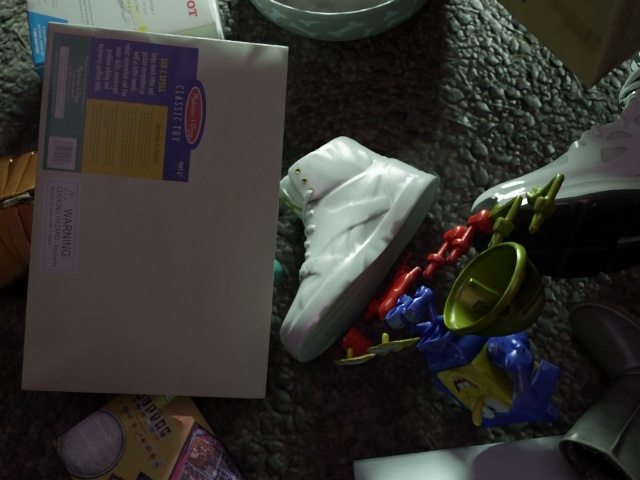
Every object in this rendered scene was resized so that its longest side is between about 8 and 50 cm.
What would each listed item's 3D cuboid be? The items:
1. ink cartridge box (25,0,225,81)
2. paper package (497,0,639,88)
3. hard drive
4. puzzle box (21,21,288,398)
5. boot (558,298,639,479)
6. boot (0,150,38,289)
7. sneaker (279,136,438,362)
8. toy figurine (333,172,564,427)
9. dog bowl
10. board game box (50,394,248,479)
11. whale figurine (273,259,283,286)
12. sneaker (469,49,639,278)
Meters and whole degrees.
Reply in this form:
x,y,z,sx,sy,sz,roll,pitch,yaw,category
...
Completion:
x,y,z,sx,sy,sz,roll,pitch,yaw,category
-0.248,-0.281,1.199,0.233,0.168,0.171,-13,68,0,ink cartridge box
0.281,-0.395,1.018,0.168,0.309,0.325,-35,66,-11,paper package
0.193,0.286,0.934,0.308,0.040,0.203,-7,25,2,hard drive
-0.183,-0.030,1.022,0.272,0.052,0.408,5,89,-10,puzzle box
0.307,0.170,0.968,0.190,0.076,0.208,38,50,23,boot
-0.410,-0.079,1.120,0.220,0.109,0.283,-22,69,26,boot
0.000,0.000,1.104,0.169,0.108,0.292,29,64,17,sneaker
0.196,0.106,0.956,0.217,0.362,0.191,41,62,-7,toy figurine
0.027,-0.436,1.274,0.349,0.102,0.348,-2,68,5,dog bowl
-0.176,0.284,1.030,0.165,0.042,0.243,-34,69,-9,board game box
-0.174,-0.018,1.100,0.272,0.141,0.216,41,77,17,whale figurine
0.372,-0.115,1.102,0.448,0.169,0.257,-10,58,-7,sneaker
